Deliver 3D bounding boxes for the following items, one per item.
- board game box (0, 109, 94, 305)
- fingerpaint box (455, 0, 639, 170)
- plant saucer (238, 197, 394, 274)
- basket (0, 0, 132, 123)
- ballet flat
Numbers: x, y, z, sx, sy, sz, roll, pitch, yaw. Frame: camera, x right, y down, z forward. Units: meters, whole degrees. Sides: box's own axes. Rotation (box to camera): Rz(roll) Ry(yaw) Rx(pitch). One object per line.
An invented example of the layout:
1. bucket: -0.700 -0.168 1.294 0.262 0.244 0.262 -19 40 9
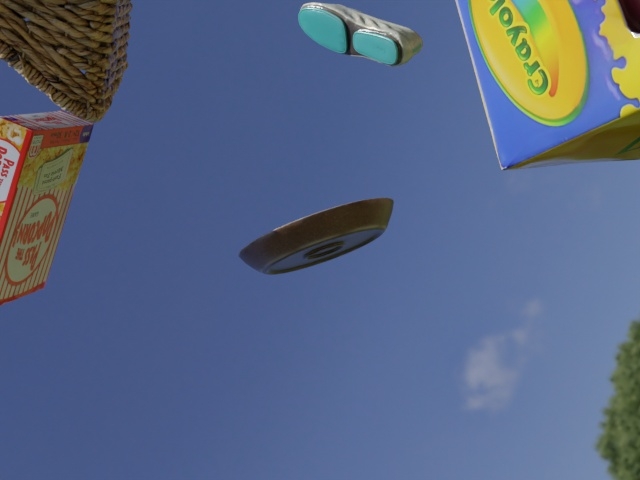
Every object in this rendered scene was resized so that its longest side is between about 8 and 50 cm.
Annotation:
1. board game box: -0.305 -0.033 1.183 0.147 0.045 0.193 -35 -35 -74
2. fingerpaint box: 0.213 -0.304 0.625 0.163 0.371 0.444 -7 -100 -36
3. plant saucer: 0.000 0.000 1.190 0.168 0.168 0.029 -5 -107 -60
4. basket: -0.363 -0.306 1.537 0.299 0.214 0.223 -96 15 -65
5. ballet flat: 0.048 -0.244 1.369 0.052 0.168 0.057 -31 -43 -37
